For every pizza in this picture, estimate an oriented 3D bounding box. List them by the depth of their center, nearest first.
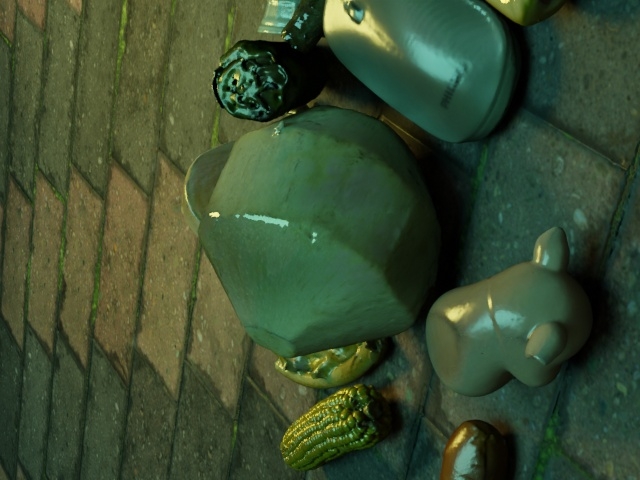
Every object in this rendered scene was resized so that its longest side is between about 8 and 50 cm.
[{"bbox_3d":[-0.009,0.132,1.865,0.323,0.089,0.223,-19,82,58],"label":"pizza"}]

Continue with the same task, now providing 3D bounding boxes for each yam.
[{"bbox_3d":[0.032,-0.382,1.638,0.253,0.061,0.061,-54,45,13],"label":"yam"}]

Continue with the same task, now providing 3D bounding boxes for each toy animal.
[{"bbox_3d":[0.226,0.105,1.404,0.250,0.154,0.167,-38,55,52],"label":"toy animal"}]

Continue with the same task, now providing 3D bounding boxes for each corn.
[{"bbox_3d":[0.013,0.305,1.841,0.313,0.102,0.102,-37,64,55],"label":"corn"}]

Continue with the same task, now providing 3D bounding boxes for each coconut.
[{"bbox_3d":[0.000,0.000,1.621,0.352,0.352,0.353,15,108,57],"label":"coconut"}]

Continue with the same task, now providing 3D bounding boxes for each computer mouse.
[{"bbox_3d":[0.124,-0.261,1.516,0.331,0.095,0.197,39,126,28],"label":"computer mouse"}]

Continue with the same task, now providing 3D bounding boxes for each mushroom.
[{"bbox_3d":[-0.178,-0.037,2.028,0.162,0.173,0.236,-46,57,54],"label":"mushroom"}]

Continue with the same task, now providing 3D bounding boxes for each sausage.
[{"bbox_3d":[0.204,0.325,1.544,0.089,0.089,0.179,30,115,53],"label":"sausage"}]

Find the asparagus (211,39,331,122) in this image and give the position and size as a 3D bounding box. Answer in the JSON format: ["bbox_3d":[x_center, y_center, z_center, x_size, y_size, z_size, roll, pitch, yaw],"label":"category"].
[{"bbox_3d":[-0.057,-0.250,1.734,0.382,0.128,0.108,-40,-37,-73],"label":"asparagus"}]

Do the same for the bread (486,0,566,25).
[{"bbox_3d":[0.208,-0.375,1.408,0.305,0.091,0.142,50,140,43],"label":"bread"}]

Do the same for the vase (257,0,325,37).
[{"bbox_3d":[-0.014,-0.459,1.729,0.143,0.143,0.299,21,110,56],"label":"vase"}]

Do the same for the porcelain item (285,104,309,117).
[{"bbox_3d":[-0.042,-0.130,1.899,0.084,0.054,0.213,22,115,53],"label":"porcelain item"}]
